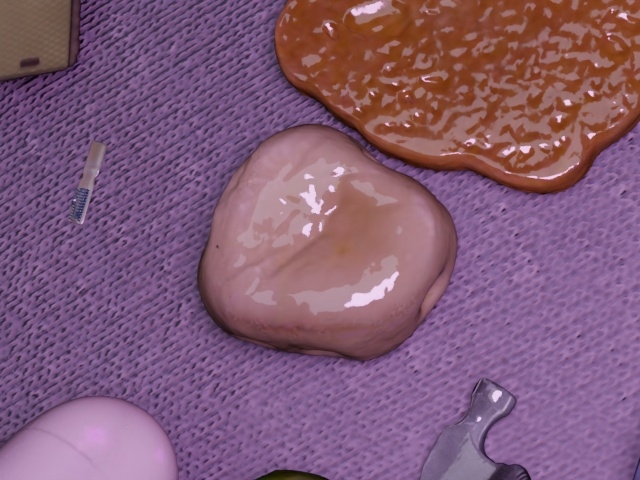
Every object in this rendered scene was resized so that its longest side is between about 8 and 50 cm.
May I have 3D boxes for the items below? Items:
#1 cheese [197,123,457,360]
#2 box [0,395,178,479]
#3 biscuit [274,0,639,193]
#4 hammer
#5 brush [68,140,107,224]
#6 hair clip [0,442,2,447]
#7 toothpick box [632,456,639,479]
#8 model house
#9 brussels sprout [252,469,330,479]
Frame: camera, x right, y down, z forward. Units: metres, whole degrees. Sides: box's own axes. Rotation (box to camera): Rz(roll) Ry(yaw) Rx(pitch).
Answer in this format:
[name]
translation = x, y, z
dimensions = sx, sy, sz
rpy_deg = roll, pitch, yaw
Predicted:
[cheese]
translation = 0.000, 0.000, 1.255
dimensions = 0.235, 0.117, 0.218
rpy_deg = -15, 72, 3
[box]
translation = -0.265, 0.281, 1.102
dimensions = 0.141, 0.289, 0.349
rpy_deg = 42, 54, 6
[biscuit]
translation = 0.141, -0.207, 1.308
dimensions = 0.351, 0.057, 0.312
rpy_deg = 11, 78, 12
[hammer]
translation = 0.189, 0.232, 1.185
dimensions = 0.226, 0.041, 0.159
rpy_deg = 27, 84, 24
[brush]
translation = -0.224, -0.056, 1.366
dimensions = 0.016, 0.013, 0.084
rpy_deg = 13, 78, 16
[hair clip]
translation = -0.356, 0.315, 1.258
dimensions = 0.138, 0.091, 0.321
rpy_deg = -3, 77, 7
[toothpick box]
translation = 0.338, 0.184, 1.150
dimensions = 0.153, 0.101, 0.101
rpy_deg = 18, 80, 15
[model house]
translation = -0.281, -0.245, 1.368
dimensions = 0.278, 0.205, 0.218
rpy_deg = 1, 114, -17
[brussels sprout]
translation = -0.061, 0.366, 1.090
dimensions = 0.371, 0.276, 0.315
rpy_deg = -38, 68, -6
